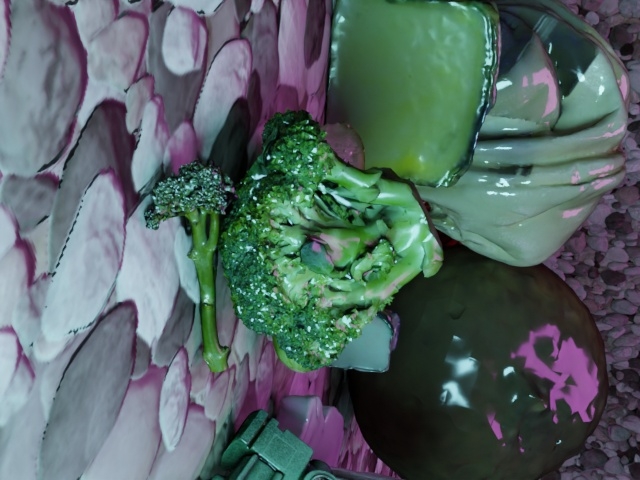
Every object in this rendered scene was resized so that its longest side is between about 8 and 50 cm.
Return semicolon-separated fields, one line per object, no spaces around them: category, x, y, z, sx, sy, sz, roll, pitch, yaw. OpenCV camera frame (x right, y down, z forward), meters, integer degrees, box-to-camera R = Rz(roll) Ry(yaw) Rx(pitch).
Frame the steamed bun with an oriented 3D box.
steamed bun;0.228;-0.179;0.985;0.237;0.346;0.394;61;20;-60

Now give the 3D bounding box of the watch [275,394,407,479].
watch;0.049;0.267;0.758;0.244;0.231;0.196;46;52;-69

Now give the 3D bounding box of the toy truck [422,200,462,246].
toy truck;0.224;-0.109;1.360;0.265;0.239;0.189;-39;164;3

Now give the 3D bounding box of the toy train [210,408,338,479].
toy train;-0.052;0.225;0.592;0.071;0.111;0.170;-57;175;39

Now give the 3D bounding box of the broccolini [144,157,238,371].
broccolini;-0.073;0.016;0.493;0.194;0.054;0.052;87;0;-48

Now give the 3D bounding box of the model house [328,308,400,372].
model house;0.043;0.090;0.875;0.100;0.100;0.088;-55;150;-63

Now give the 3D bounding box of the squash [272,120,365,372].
squash;0.000;0.000;0.680;0.069;0.069;0.239;55;41;-71

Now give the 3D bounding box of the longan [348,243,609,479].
longan;0.232;0.198;1.132;0.391;0.391;0.391;10;90;-76

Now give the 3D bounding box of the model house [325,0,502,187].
model house;0.113;-0.179;0.831;0.211;0.170;0.194;-51;146;-64

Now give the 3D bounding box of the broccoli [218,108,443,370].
broccoli;0.001;-0.004;0.547;0.195;0.156;0.195;58;18;-31
